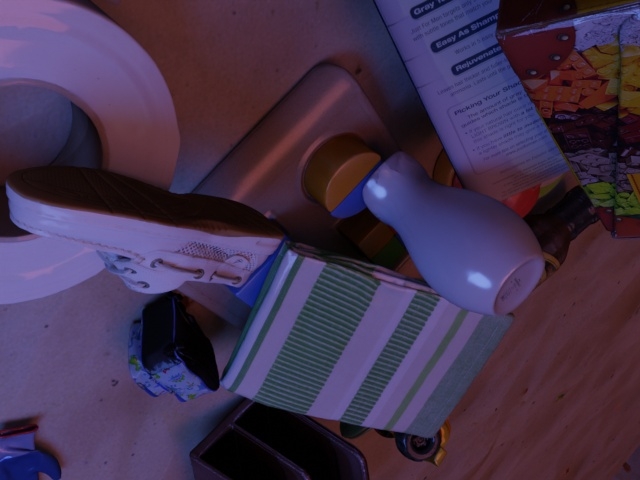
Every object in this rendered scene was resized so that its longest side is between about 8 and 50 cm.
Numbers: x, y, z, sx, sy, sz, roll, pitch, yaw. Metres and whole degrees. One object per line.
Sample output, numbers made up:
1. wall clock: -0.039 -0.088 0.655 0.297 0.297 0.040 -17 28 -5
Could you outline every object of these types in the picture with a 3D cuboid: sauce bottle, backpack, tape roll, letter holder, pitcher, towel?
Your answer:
1. sauce bottle: 0.330 0.032 1.162 0.344 0.111 0.111 -38 137 -10
2. backpack: -0.178 0.141 0.849 0.084 0.105 0.114 -24 135 9
3. tape roll: -0.273 -0.086 0.602 0.286 0.100 0.286 -21 132 -25
4. letter holder: -0.049 0.408 1.041 0.152 0.215 0.301 -40 142 -38
5. pitcher: 0.165 0.002 0.832 0.125 0.207 0.178 -49 144 3
6. towel: 0.060 0.136 0.887 0.325 0.038 0.247 16 117 -21

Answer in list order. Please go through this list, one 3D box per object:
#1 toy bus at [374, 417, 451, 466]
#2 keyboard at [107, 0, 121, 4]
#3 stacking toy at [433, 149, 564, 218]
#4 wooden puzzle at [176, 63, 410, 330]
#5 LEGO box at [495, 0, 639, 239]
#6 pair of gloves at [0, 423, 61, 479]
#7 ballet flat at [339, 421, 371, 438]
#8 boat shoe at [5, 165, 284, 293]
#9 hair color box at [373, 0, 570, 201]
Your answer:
1. toy bus: 0.134 0.200 1.067 0.220 0.149 0.211 42 80 -13
2. keyboard: -0.146 -0.328 0.586 0.072 0.014 0.256 15 111 -49
3. stacking toy: 0.344 -0.157 1.017 0.280 0.130 0.308 6 117 -41
4. wooden puzzle: 0.000 0.000 0.898 0.322 0.080 0.348 -46 138 -1
5. LEGO box: 0.351 -0.303 0.684 0.372 0.193 0.499 36 59 -48
6. pair of gloves: -0.411 0.286 0.832 0.198 0.023 0.159 -8 127 -34
7. ballet flat: 0.115 0.227 1.176 0.247 0.083 0.087 -36 113 -11
8. boat shoe: -0.150 0.006 0.623 0.277 0.098 0.096 12 112 -48
9. hair color box: 0.182 -0.212 0.779 0.174 0.105 0.347 -25 128 12
